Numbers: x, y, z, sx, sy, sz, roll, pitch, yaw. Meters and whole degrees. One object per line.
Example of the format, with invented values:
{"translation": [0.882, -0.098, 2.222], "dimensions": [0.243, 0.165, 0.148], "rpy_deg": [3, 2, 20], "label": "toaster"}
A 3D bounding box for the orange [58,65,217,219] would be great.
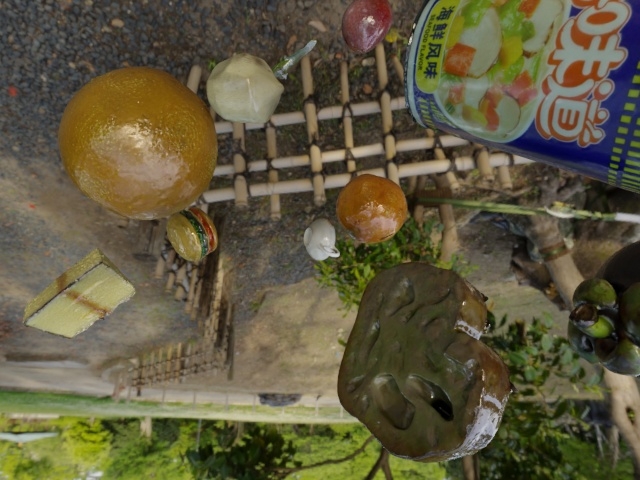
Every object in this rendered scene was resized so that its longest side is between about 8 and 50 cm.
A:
{"translation": [-0.323, -0.175, 0.755], "dimensions": [0.274, 0.274, 0.274], "rpy_deg": [0, 155, 0], "label": "orange"}

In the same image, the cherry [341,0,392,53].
{"translation": [0.097, -0.470, 0.829], "dimensions": [0.090, 0.226, 0.107], "rpy_deg": [24, 154, -29], "label": "cherry"}

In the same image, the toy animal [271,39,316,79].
{"translation": [-0.102, -0.563, 1.318], "dimensions": [0.217, 0.075, 0.041], "rpy_deg": [-21, 136, 34], "label": "toy animal"}

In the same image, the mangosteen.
{"translation": [0.632, 0.133, 0.743], "dimensions": [0.311, 0.311, 0.311], "rpy_deg": [0, 155, 0], "label": "mangosteen"}

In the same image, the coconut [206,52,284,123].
{"translation": [-0.214, -0.444, 1.209], "dimensions": [0.224, 0.224, 0.224], "rpy_deg": [0, 155, 0], "label": "coconut"}

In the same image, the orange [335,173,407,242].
{"translation": [0.175, -0.107, 1.413], "dimensions": [0.246, 0.246, 0.246], "rpy_deg": [0, 155, 0], "label": "orange"}

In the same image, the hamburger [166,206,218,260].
{"translation": [-0.374, -0.018, 1.203], "dimensions": [0.115, 0.162, 0.162], "rpy_deg": [-30, 176, -38], "label": "hamburger"}

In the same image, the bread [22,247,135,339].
{"translation": [-0.618, 0.166, 1.090], "dimensions": [0.135, 0.240, 0.178], "rpy_deg": [30, 158, 54], "label": "bread"}

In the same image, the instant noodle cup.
{"translation": [0.284, -0.215, 0.510], "dimensions": [0.312, 0.284, 0.284], "rpy_deg": [23, 171, 37], "label": "instant noodle cup"}

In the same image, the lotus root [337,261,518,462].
{"translation": [0.177, 0.234, 0.818], "dimensions": [0.111, 0.390, 0.375], "rpy_deg": [22, 126, -32], "label": "lotus root"}

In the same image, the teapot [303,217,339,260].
{"translation": [0.000, 0.000, 1.400], "dimensions": [0.092, 0.226, 0.145], "rpy_deg": [6, 115, -24], "label": "teapot"}
